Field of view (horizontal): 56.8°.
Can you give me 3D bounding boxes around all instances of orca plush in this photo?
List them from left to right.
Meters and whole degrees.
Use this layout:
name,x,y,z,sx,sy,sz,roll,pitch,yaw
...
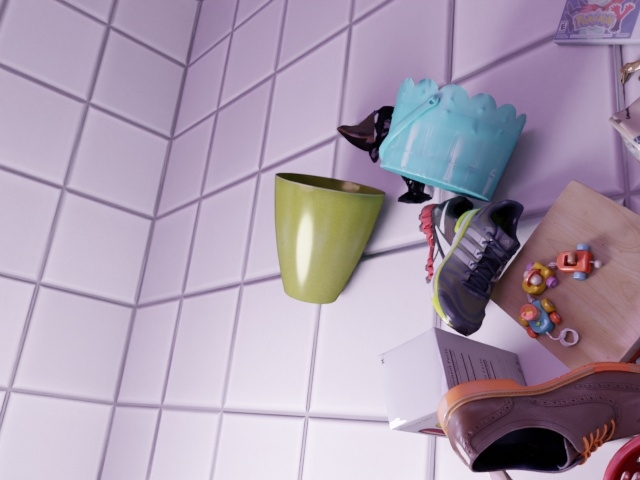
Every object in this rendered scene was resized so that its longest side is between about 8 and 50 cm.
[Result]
name,x,y,z,sx,sy,sz,roll,pitch,yaw
orca plush,0.182,-0.224,1.410,0.151,0.102,0.287,-6,63,14

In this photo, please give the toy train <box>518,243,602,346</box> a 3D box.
name,x,y,z,sx,sy,sz,roll,pitch,yaw
toy train,0.377,0.082,0.959,0.125,0.046,0.166,3,75,52

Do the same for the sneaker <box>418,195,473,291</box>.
name,x,y,z,sx,sy,sz,roll,pitch,yaw
sneaker,0.283,0.023,1.212,0.135,0.098,0.275,-33,48,41

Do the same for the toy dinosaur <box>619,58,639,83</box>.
name,x,y,z,sx,sy,sz,roll,pitch,yaw
toy dinosaur,0.603,-0.335,1.026,0.183,0.053,0.092,-40,44,33

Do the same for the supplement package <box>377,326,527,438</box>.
name,x,y,z,sx,sy,sz,roll,pitch,yaw
supplement package,0.238,0.259,1.031,0.139,0.244,0.133,-37,47,36

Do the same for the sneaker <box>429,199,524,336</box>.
name,x,y,z,sx,sy,sz,roll,pitch,yaw
sneaker,0.286,0.034,1.059,0.121,0.111,0.299,-45,17,53

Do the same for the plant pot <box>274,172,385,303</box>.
name,x,y,z,sx,sy,sz,roll,pitch,yaw
plant pot,0.000,0.000,1.476,0.275,0.275,0.293,25,109,53

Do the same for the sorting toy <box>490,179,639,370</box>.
name,x,y,z,sx,sy,sz,roll,pitch,yaw
sorting toy,0.456,0.072,0.981,0.255,0.090,0.257,-58,38,14

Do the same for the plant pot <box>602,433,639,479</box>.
name,x,y,z,sx,sy,sz,roll,pitch,yaw
plant pot,0.472,0.348,0.736,0.191,0.174,0.191,-25,47,30

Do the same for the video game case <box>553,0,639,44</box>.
name,x,y,z,sx,sy,sz,roll,pitch,yaw
video game case,0.562,-0.470,1.137,0.201,0.023,0.183,28,105,56

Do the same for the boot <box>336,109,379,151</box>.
name,x,y,z,sx,sy,sz,roll,pitch,yaw
boot,0.138,-0.298,1.588,0.106,0.082,0.219,-53,42,-4

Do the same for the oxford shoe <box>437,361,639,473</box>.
name,x,y,z,sx,sy,sz,roll,pitch,yaw
oxford shoe,0.358,0.265,0.829,0.132,0.364,0.129,-100,2,-67

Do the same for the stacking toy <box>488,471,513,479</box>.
name,x,y,z,sx,sy,sz,roll,pitch,yaw
stacking toy,0.370,0.433,0.781,0.130,0.309,0.279,-34,30,13

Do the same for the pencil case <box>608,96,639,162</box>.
name,x,y,z,sx,sy,sz,roll,pitch,yaw
pencil case,0.640,-0.241,0.840,0.410,0.160,0.183,-41,35,31

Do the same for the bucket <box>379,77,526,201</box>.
name,x,y,z,sx,sy,sz,roll,pitch,yaw
bucket,0.262,-0.202,1.218,0.281,0.281,0.182,26,99,53
